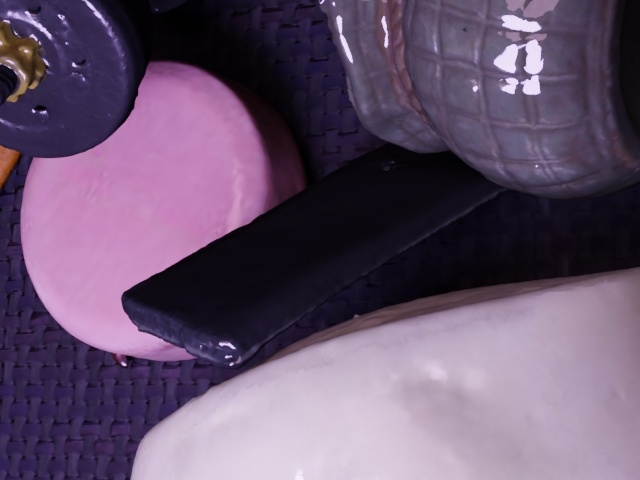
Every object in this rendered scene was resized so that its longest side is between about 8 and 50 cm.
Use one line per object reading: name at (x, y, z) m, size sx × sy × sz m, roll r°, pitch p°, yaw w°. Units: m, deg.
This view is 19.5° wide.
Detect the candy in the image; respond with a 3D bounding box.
candy at (-0.131, -0.017, 1.511) m, size 0.255 × 0.094 × 0.255 m, roll -6°, pitch 77°, yaw 28°

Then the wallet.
wallet at (0.000, 0.001, 1.337) m, size 0.146 × 0.285 × 0.030 m, roll 20°, pitch 132°, yaw 47°

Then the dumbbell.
dumbbell at (-0.183, -0.213, 1.451) m, size 0.185 × 0.185 × 0.388 m, roll -11°, pitch 32°, yaw 28°

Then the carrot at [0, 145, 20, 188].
carrot at (-0.294, -0.076, 1.642) m, size 0.059 × 0.059 × 0.248 m, roll 34°, pitch 102°, yaw 31°

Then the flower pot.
flower pot at (0.156, -0.185, 1.272) m, size 0.213 × 0.302 × 0.301 m, roll 14°, pitch 88°, yaw 33°

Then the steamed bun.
steamed bun at (0.081, 0.224, 1.228) m, size 0.456 × 0.290 × 0.371 m, roll -23°, pitch 71°, yaw 25°
